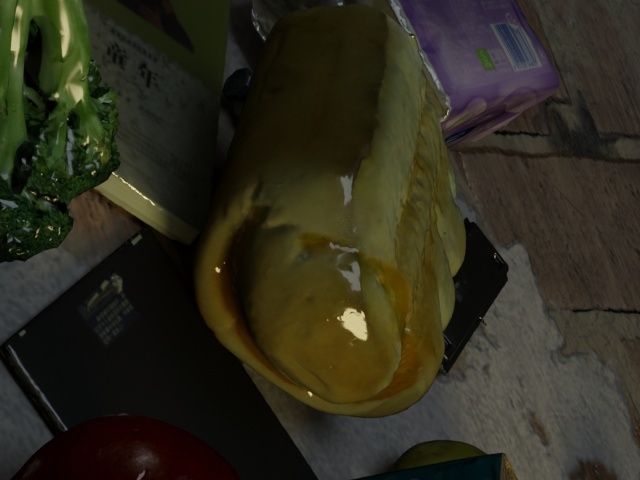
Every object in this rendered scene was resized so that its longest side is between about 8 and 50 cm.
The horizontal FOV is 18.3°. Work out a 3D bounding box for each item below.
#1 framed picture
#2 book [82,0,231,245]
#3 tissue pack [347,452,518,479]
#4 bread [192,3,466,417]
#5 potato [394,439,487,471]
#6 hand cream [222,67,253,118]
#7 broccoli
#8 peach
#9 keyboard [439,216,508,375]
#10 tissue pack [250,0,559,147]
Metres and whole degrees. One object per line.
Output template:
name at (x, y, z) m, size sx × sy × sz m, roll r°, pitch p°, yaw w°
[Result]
framed picture at (-0.115, 0.175, 1.706) m, size 0.339 × 0.014 × 0.255 m, roll 57°, pitch 32°, yaw -8°
book at (-0.186, -0.186, 1.859) m, size 0.239 × 0.035 × 0.352 m, roll 35°, pitch 42°, yaw -32°
tissue pack at (0.095, 0.267, 1.764) m, size 0.120 × 0.169 × 0.082 m, roll -83°, pitch 150°, yaw -41°
bread at (0.000, 0.000, 1.818) m, size 0.300 × 0.210 × 0.341 m, roll 61°, pitch 30°, yaw -46°
potato at (0.166, 0.303, 1.866) m, size 0.160 × 0.111 × 0.272 m, roll 35°, pitch 32°, yaw -56°
hand cream at (-0.012, -0.096, 2.025) m, size 0.234 × 0.050 × 0.080 m, roll 40°, pitch 32°, yaw -36°
broccoli at (-0.284, -0.124, 1.485) m, size 0.308 × 0.275 × 0.308 m, roll 19°, pitch 30°, yaw -11°
peach at (-0.146, 0.218, 1.486) m, size 0.197 × 0.197 × 0.197 m, roll 33°, pitch 42°, yaw -36°
keyboard at (0.146, 0.058, 2.137) m, size 0.094 × 0.025 × 0.230 m, roll 54°, pitch 33°, yaw -8°
tissue pack at (0.091, -0.215, 2.117) m, size 0.242 × 0.160 × 0.338 m, roll 60°, pitch 28°, yaw 7°
